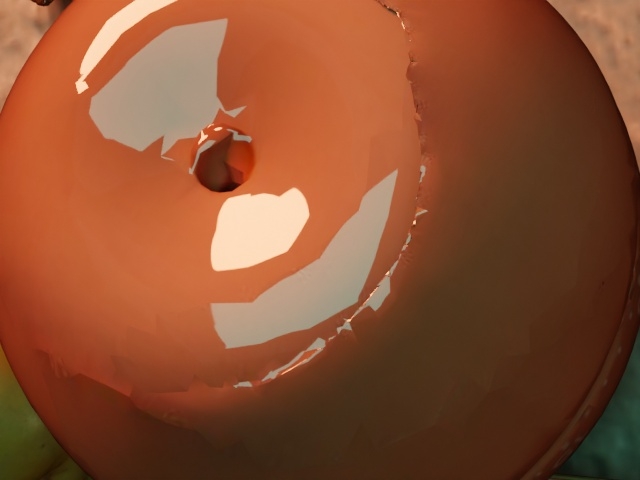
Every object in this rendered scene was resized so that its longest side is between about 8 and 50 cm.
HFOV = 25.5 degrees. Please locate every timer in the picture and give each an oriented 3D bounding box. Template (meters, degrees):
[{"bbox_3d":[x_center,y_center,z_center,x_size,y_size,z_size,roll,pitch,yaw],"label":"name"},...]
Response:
[{"bbox_3d":[0.000,0.000,0.505,0.230,0.215,0.229,-4,75,16],"label":"timer"}]

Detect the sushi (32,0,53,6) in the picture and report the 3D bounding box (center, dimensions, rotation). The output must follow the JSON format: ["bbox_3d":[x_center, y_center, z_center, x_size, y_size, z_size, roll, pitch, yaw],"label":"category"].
[{"bbox_3d":[-0.125,-0.158,0.649,0.060,0.061,0.118,-9,78,30],"label":"sushi"}]

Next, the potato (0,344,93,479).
[{"bbox_3d":[-0.223,0.018,0.602,0.300,0.173,0.140,36,89,23],"label":"potato"}]

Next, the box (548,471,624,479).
[{"bbox_3d":[0.102,0.111,0.529,0.083,0.012,0.046,-10,76,61],"label":"box"}]
